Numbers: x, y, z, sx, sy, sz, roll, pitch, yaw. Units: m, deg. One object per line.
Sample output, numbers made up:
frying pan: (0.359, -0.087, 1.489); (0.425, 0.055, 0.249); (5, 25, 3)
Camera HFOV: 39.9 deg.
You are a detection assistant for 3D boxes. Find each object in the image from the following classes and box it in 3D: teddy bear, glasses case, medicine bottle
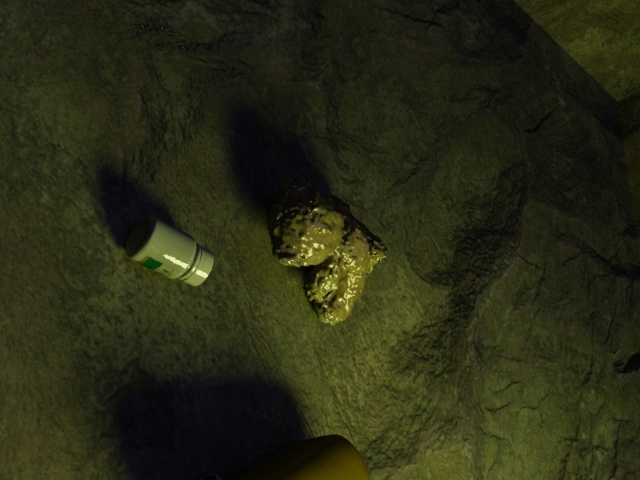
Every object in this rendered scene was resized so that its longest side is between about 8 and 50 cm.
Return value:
teddy bear: (0.000, 0.000, 1.669); (0.256, 0.156, 0.267); (27, 53, -34)
glasses case: (-0.032, 0.423, 1.358); (0.371, 0.141, 0.173); (-12, 86, -63)
medicine bottle: (-0.245, 0.020, 1.442); (0.130, 0.080, 0.080); (33, 48, -33)

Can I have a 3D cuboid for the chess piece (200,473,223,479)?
chess piece: (-0.141, 0.433, 1.356); (0.149, 0.059, 0.059); (58, 39, -14)
